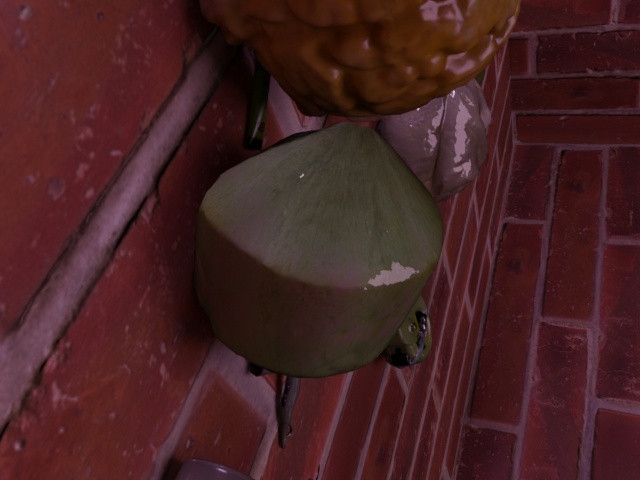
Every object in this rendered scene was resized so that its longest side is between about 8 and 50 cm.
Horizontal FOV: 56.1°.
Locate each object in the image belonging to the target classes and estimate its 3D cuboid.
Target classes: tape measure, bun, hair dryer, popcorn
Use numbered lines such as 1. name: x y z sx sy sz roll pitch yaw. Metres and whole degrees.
1. tape measure: 0.199 0.211 1.436 0.200 0.106 0.175 -52 127 -54
2. bun: 0.273 -0.253 1.369 0.365 0.219 0.365 2 90 -67
3. hair dryer: -0.068 0.231 0.924 0.167 0.067 0.199 22 89 -56
4. popcorn: 0.052 -0.331 0.694 0.344 0.390 0.354 -57 179 -20

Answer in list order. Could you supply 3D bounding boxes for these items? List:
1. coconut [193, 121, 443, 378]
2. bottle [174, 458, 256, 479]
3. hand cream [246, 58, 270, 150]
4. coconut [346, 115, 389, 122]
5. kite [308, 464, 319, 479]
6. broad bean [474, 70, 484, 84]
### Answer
1. coconut: 0.000 0.000 0.725 0.328 0.281 0.328 -31 148 -23
2. bottle: -0.150 0.381 0.655 0.120 0.120 0.253 68 34 -46
3. hand cream: -0.084 -0.184 0.814 0.036 0.023 0.122 -4 102 -66
4. coconut: 0.079 -0.290 1.004 0.161 0.161 0.162 61 38 -52
5. kite: -0.095 0.451 0.741 0.360 0.022 0.204 -62 164 8
6. broad bean: 0.325 -0.494 1.476 0.238 0.119 0.291 -109 176 -59
